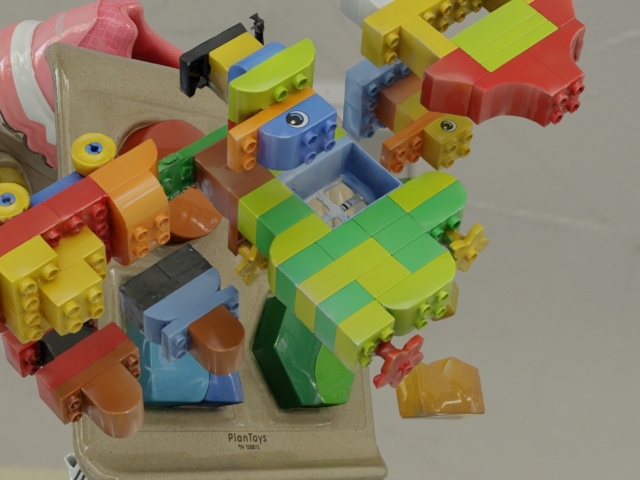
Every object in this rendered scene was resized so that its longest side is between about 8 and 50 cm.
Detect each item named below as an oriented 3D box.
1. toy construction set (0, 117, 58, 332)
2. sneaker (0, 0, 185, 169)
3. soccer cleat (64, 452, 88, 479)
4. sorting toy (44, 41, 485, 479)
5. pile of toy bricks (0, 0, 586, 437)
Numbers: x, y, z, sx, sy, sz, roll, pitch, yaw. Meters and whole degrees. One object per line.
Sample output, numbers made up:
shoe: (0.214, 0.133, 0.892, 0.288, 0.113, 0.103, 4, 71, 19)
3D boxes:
toy construction set: (-0.264, -0.061, 1.189, 0.237, 0.309, 0.257, -42, -66, 5)
sneaker: (-0.107, -0.058, 1.169, 0.136, 0.116, 0.314, -22, -51, 27)
soccer cleat: (-0.188, 0.193, 1.311, 0.083, 0.029, 0.035, -14, -75, 45)
sorting toy: (-0.012, 0.019, 0.837, 0.041, 0.229, 0.307, -20, -18, 39)
pile of toy bricks: (0.000, 0.000, 0.488, 0.212, 0.105, 0.118, -34, -29, -25)
